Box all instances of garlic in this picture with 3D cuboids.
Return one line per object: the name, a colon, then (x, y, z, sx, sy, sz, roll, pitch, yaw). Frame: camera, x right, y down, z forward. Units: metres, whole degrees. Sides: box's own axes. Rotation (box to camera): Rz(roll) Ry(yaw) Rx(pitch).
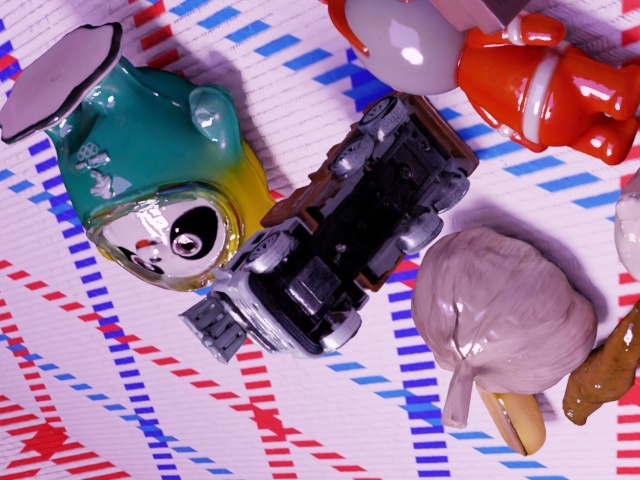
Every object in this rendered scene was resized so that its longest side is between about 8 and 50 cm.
garlic: (0.175, 0.109, 1.965, 0.218, 0.212, 0.218, 26, 151, 15)

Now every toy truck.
toy truck: (0.000, 0.000, 1.872, 0.133, 0.338, 0.184, 48, 155, -16)

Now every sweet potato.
sweet potato: (0.319, 0.142, 1.997, 0.067, 0.067, 0.274, 36, 149, 10)

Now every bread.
bread: (0.241, 0.208, 2.216, 0.115, 0.056, 0.082, 62, 168, -15)

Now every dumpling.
dumpling: (0.336, -0.011, 1.664, 0.136, 0.118, 0.199, 9, 171, 26)

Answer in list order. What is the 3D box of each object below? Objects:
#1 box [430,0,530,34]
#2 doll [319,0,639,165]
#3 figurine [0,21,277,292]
box: (0.122, -0.298, 1.362, 0.215, 0.215, 0.086, 46, 166, -12)
doll: (0.141, -0.176, 1.682, 0.336, 0.105, 0.200, 24, 154, 16)
figurine: (-0.203, -0.090, 2.176, 0.323, 0.231, 0.340, -21, 127, 34)
